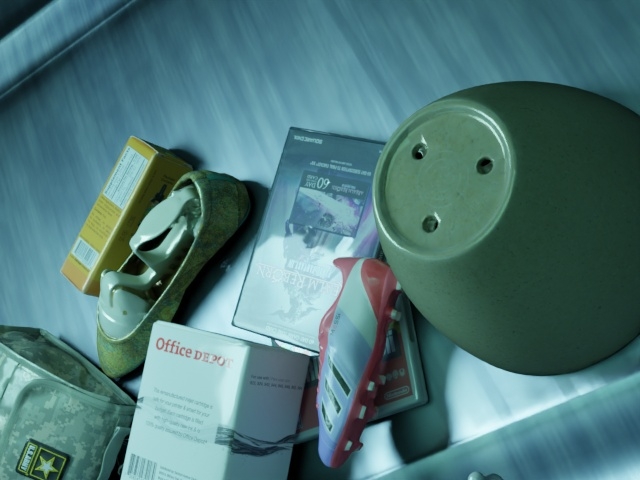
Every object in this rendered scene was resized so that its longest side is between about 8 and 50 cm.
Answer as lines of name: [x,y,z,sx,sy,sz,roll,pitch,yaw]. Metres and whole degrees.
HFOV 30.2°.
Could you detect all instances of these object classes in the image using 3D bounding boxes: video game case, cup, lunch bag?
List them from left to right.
lunch bag: [-0.401,0.278,1.669,0.287,0.169,0.235,26,97,35]
video game case: [0.000,0.000,1.499,0.196,0.026,0.274,14,85,39]
video game case: [0.021,0.093,1.489,0.204,0.025,0.285,-23,64,31]
cup: [0.189,-0.037,1.263,0.331,0.237,0.331,-12,70,34]

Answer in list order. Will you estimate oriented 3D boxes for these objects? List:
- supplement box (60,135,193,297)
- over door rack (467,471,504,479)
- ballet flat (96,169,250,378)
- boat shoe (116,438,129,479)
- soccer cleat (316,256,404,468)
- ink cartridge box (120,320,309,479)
supplement box: [-0.282,-0.030,1.722,0.080,0.078,0.233,38,100,41]
over door rack: [0.089,0.418,1.242,0.240,0.108,0.324,-25,52,40]
ballet flat: [-0.235,0.042,1.641,0.348,0.123,0.123,-51,53,14]
boat shoe: [-0.256,0.323,1.625,0.046,0.038,0.125,-43,55,21]
soccer cleat: [0.030,0.139,1.388,0.095,0.083,0.248,15,85,18]
ink cartridge box: [-0.139,0.252,1.489,0.198,0.115,0.272,8,85,45]
